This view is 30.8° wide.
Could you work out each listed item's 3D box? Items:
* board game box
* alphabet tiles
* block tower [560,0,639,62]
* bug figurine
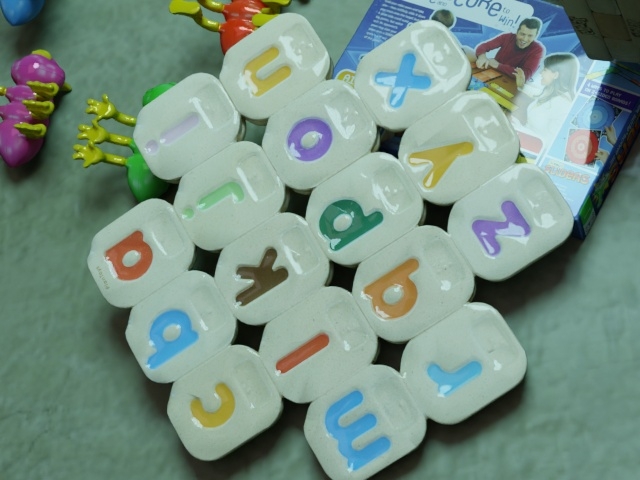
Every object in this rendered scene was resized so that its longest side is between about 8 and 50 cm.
[{"bbox_3d":[0.109,-0.098,0.764,0.201,0.035,0.136,24,77,27],"label":"board game box"},{"bbox_3d":[0.000,0.000,0.729,0.278,0.021,0.284,-34,74,6],"label":"alphabet tiles"},{"bbox_3d":[0.295,-0.130,0.583,0.335,0.097,0.091,14,78,30],"label":"block tower"},{"bbox_3d":[-0.151,-0.143,0.855,0.279,0.072,0.216,14,79,20],"label":"bug figurine"}]
